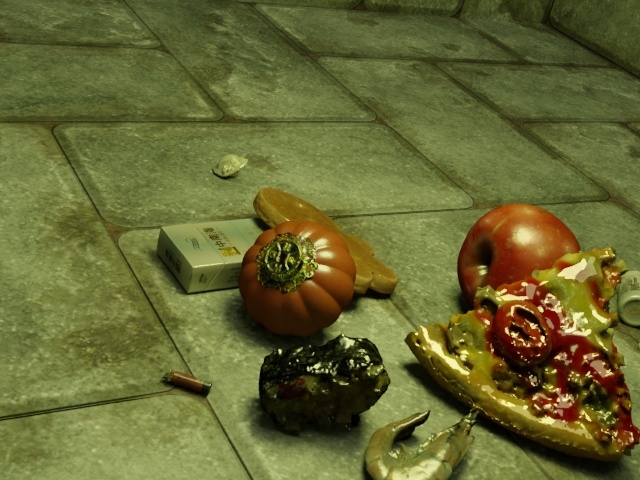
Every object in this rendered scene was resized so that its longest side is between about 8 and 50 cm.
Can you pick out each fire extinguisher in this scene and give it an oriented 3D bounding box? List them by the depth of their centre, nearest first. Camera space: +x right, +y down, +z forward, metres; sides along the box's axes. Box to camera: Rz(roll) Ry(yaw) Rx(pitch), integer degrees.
[{"bbox_3d":[-0.222,0.235,1.564,0.083,0.022,0.028,17,60,3],"label":"fire extinguisher"}]

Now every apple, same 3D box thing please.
[{"bbox_3d":[0.409,0.060,1.921,0.216,0.260,0.260,8,30,-20],"label":"apple"}]

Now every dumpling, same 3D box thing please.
[{"bbox_3d":[-0.216,-0.178,2.250,0.076,0.052,0.057,16,17,-3],"label":"dumpling"}]

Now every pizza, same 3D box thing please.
[{"bbox_3d":[0.412,0.155,1.703,0.440,0.130,0.406,27,73,16],"label":"pizza"}]

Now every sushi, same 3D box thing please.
[{"bbox_3d":[0.006,0.245,1.551,0.212,0.147,0.115,-8,39,-5],"label":"sushi"}]

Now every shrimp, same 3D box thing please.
[{"bbox_3d":[0.161,0.334,1.538,0.145,0.059,0.254,17,32,24],"label":"shrimp"}]

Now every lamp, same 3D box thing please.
[{"bbox_3d":[-0.043,0.070,1.753,0.223,0.196,0.223,-7,63,13],"label":"lamp"}]

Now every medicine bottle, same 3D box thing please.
[{"bbox_3d":[0.707,0.127,2.124,0.079,0.079,0.140,19,29,6],"label":"medicine bottle"}]

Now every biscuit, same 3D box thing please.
[{"bbox_3d":[-0.001,0.002,1.979,0.355,0.052,0.275,38,17,26],"label":"biscuit"}]

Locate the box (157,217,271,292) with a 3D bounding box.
[{"bbox_3d":[-0.186,0.026,1.895,0.243,0.067,0.155,-7,34,-35],"label":"box"}]

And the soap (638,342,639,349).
[{"bbox_3d":[0.737,0.254,1.933,0.121,0.064,0.183,13,30,-6],"label":"soap"}]
